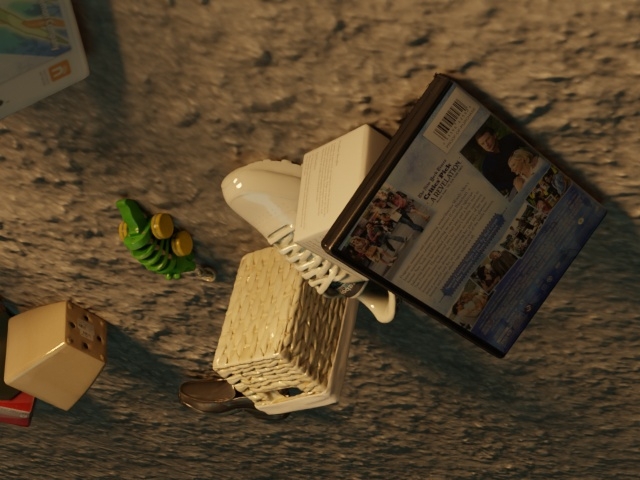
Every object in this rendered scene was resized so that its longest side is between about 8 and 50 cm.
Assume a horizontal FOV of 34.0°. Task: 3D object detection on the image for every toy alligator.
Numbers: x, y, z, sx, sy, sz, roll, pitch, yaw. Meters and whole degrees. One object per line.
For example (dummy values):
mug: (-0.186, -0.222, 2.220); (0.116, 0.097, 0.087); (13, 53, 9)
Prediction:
toy alligator: (-0.173, 0.019, 1.177); (0.056, 0.051, 0.189); (-8, 147, 26)

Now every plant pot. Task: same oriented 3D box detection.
plant pot: (-0.343, 0.144, 1.390); (0.096, 0.109, 0.109); (-33, 134, 24)

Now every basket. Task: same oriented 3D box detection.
basket: (-0.036, 0.093, 1.163); (0.113, 0.167, 0.103); (-16, 138, 36)

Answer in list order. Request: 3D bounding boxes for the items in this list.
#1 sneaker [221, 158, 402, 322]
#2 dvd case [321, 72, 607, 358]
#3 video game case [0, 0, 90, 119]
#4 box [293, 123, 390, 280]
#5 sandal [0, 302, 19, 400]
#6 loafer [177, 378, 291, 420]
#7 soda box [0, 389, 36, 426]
sneaker: (0.000, 0.000, 1.060); (0.235, 0.095, 0.090); (27, 147, -28)
dvd case: (0.138, -0.012, 0.951); (0.253, 0.180, 0.022); (32, -175, -36)
video game case: (-0.325, -0.161, 0.730); (0.300, 0.036, 0.329); (-30, 155, -17)
box: (0.043, -0.034, 0.981); (0.102, 0.101, 0.087); (29, 145, -35)
sandal: (-0.468, 0.127, 1.446); (0.079, 0.088, 0.240); (32, 150, 23)
loafer: (-0.125, 0.219, 1.524); (0.170, 0.062, 0.061); (2, 128, 4)
soda box: (-0.552, 0.201, 1.552); (0.263, 0.092, 0.083); (14, 151, -10)
